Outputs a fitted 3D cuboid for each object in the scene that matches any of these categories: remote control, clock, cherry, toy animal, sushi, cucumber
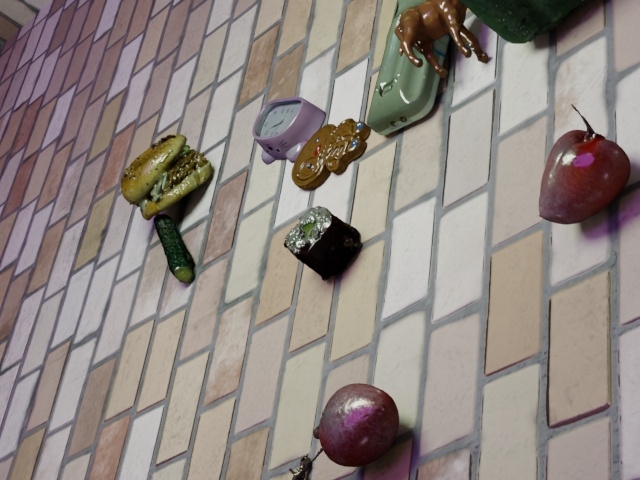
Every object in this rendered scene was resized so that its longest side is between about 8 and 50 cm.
[{"bbox_3d":[0.148,-0.323,2.126,0.128,0.065,0.335,-25,41,46],"label":"remote control"},{"bbox_3d":[-0.065,-0.194,2.330,0.152,0.050,0.110,2,62,57],"label":"clock"},{"bbox_3d":[0.316,-0.081,1.598,0.126,0.087,0.106,-59,30,34],"label":"cherry"},{"bbox_3d":[0.024,0.246,1.705,0.225,0.090,0.107,-32,47,51],"label":"cherry"},{"bbox_3d":[0.218,-0.364,2.035,0.224,0.066,0.230,-15,53,7],"label":"toy animal"},{"bbox_3d":[0.001,0.000,1.994,0.094,0.084,0.098,-49,32,7],"label":"sushi"},{"bbox_3d":[-0.272,0.006,2.445,0.044,0.043,0.257,-46,29,7],"label":"cucumber"}]

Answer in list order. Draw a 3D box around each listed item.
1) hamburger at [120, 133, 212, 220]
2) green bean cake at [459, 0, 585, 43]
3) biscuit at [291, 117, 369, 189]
[{"bbox_3d":[-0.300,-0.126,2.524,0.177,0.113,0.185,-33,10,6],"label":"hamburger"},{"bbox_3d":[0.332,-0.465,1.894,0.300,0.169,0.308,-36,33,29],"label":"green bean cake"},{"bbox_3d":[0.012,-0.148,2.190,0.175,0.026,0.124,-23,43,45],"label":"biscuit"}]
